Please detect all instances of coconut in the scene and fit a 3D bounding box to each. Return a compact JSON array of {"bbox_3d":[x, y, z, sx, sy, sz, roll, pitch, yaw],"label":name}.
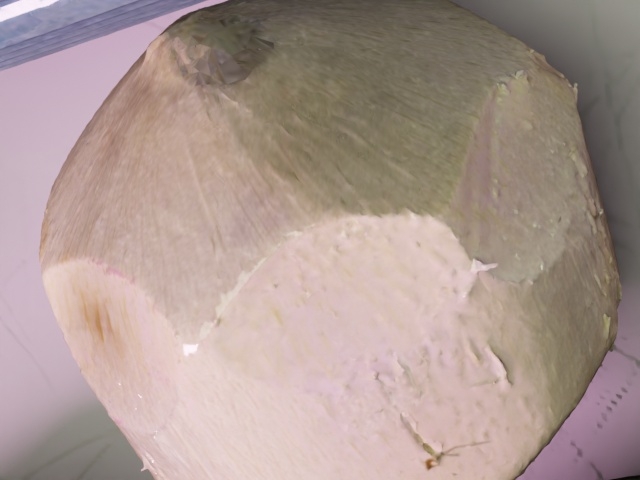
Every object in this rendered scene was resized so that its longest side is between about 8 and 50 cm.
[{"bbox_3d":[0.003,-0.001,0.444,0.161,0.161,0.162,0,136,22],"label":"coconut"}]

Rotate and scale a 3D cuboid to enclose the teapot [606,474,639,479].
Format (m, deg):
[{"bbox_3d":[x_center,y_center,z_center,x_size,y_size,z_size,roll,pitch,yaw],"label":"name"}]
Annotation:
[{"bbox_3d":[0.135,0.191,0.394,0.239,0.239,0.321,-46,71,-3],"label":"teapot"}]

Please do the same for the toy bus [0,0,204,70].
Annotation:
[{"bbox_3d":[-0.060,-0.167,0.458,0.312,0.152,0.190,-15,92,24],"label":"toy bus"}]
